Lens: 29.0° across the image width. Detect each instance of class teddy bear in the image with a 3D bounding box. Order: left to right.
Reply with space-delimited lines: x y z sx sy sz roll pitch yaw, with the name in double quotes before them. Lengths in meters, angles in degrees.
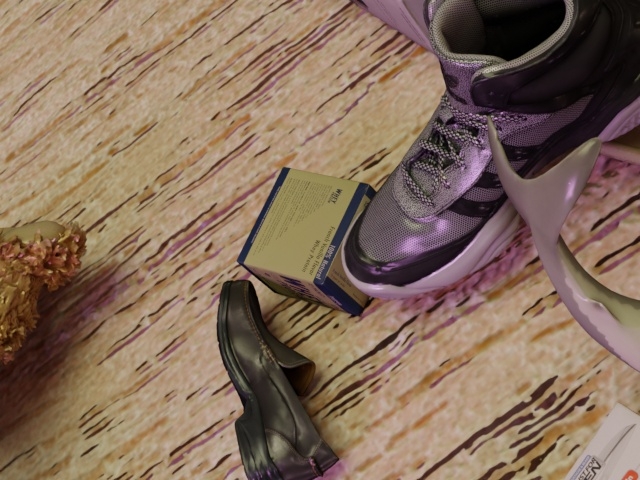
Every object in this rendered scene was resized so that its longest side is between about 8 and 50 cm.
"teddy bear" -0.311 0.105 0.971 0.245 0.113 0.338 -15 29 45

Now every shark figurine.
"shark figurine" 0.208 0.038 0.699 0.116 0.278 0.166 -92 19 -74

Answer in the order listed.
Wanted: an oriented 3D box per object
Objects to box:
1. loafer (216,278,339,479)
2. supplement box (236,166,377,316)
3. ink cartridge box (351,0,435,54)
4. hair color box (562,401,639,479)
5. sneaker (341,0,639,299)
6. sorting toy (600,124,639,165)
"loafer" -0.031 0.098 0.871 0.061 0.062 0.170 -20 60 7
"supplement box" 0.000 0.000 0.904 0.083 0.056 0.083 13 71 38
"ink cartridge box" 0.069 -0.266 0.994 0.160 0.092 0.219 -47 48 0
"hair color box" 0.207 0.172 0.668 0.167 0.053 0.093 34 85 40
"sneaker" 0.089 -0.075 0.773 0.268 0.153 0.101 -41 53 17
"sorting toy" 0.288 -0.126 0.808 0.307 0.041 0.229 23 73 40
